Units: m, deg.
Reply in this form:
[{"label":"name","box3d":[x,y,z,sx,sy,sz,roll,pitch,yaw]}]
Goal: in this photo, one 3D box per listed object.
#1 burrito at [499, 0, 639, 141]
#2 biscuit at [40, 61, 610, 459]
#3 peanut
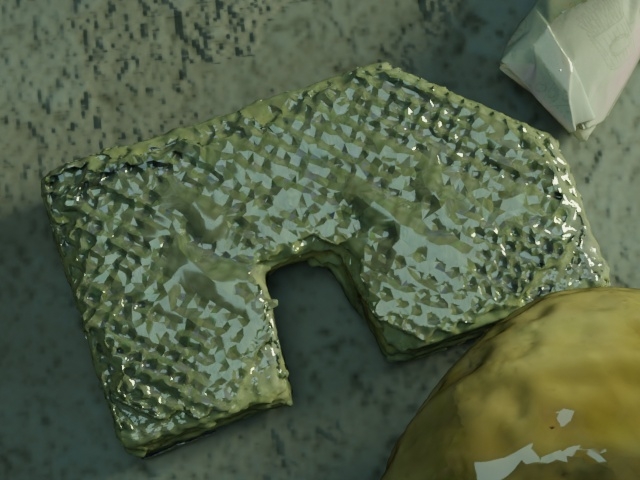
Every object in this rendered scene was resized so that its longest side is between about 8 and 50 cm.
[{"label":"burrito","box3d":[0.152,-0.144,0.936,0.064,0.064,0.203,29,82,11]},{"label":"biscuit","box3d":[0.000,0.000,0.918,0.250,0.046,0.147,-18,75,0]},{"label":"peanut","box3d":[0.160,0.090,0.835,0.291,0.143,0.159,-6,67,-2]}]
